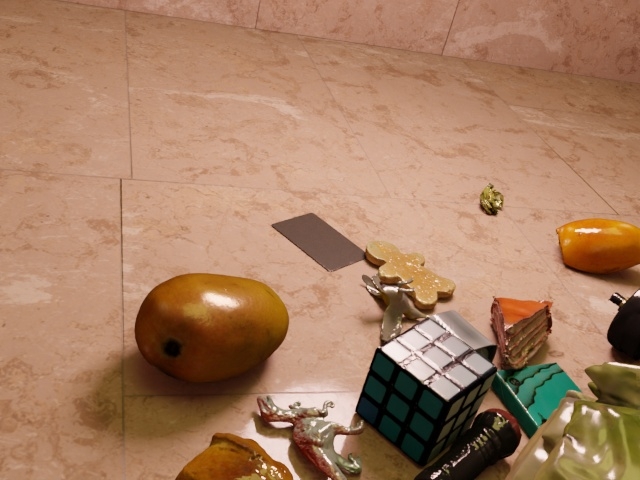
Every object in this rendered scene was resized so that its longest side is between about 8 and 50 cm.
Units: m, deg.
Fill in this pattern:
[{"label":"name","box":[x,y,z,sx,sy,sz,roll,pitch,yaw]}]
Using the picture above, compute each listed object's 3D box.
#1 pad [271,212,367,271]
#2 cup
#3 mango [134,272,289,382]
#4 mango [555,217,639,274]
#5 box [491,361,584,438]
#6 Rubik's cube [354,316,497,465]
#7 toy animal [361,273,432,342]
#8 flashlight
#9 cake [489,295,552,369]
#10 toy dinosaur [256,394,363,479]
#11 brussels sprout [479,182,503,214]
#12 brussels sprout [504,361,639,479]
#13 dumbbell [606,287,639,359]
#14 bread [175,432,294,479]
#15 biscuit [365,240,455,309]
[{"label":"pad","box":[0.000,0.000,1.730,0.143,0.003,0.211,-19,45,-41]},{"label":"cup","box":[0.258,0.215,1.422,0.128,0.095,0.129,-10,37,-30]},{"label":"mango","box":[-0.179,0.147,1.287,0.211,0.173,0.317,28,22,31]},{"label":"mango","box":[0.744,0.015,1.883,0.252,0.153,0.126,4,39,8]},{"label":"box","box":[0.449,0.329,1.368,0.161,0.042,0.226,-2,36,-26]},{"label":"Rubik's cube","box":[0.183,0.259,1.258,0.161,0.162,0.163,35,39,30]},{"label":"toy animal","box":[0.173,0.129,1.518,0.155,0.095,0.219,6,34,-5]},{"label":"flashlight","box":[0.240,0.364,1.197,0.232,0.093,0.093,-23,48,-38]},{"label":"cake","box":[0.396,0.183,1.494,0.135,0.098,0.287,14,17,24]},{"label":"toy dinosaur","box":[-0.001,0.336,1.168,0.167,0.053,0.242,1,35,-18]},{"label":"brussels sprout","box":[0.483,-0.110,2.051,0.085,0.058,0.085,32,39,-31]},{"label":"brussels sprout","box":[0.439,0.395,0.991,0.361,0.342,0.425,36,40,19]},{"label":"dumbbell","box":[0.771,0.232,1.517,0.185,0.185,0.388,-12,40,-35]},{"label":"bread","box":[-0.110,0.367,1.009,0.229,0.139,0.143,33,44,28]},{"label":"biscuit","box":[0.198,0.072,1.673,0.234,0.030,0.153,36,37,30]}]
